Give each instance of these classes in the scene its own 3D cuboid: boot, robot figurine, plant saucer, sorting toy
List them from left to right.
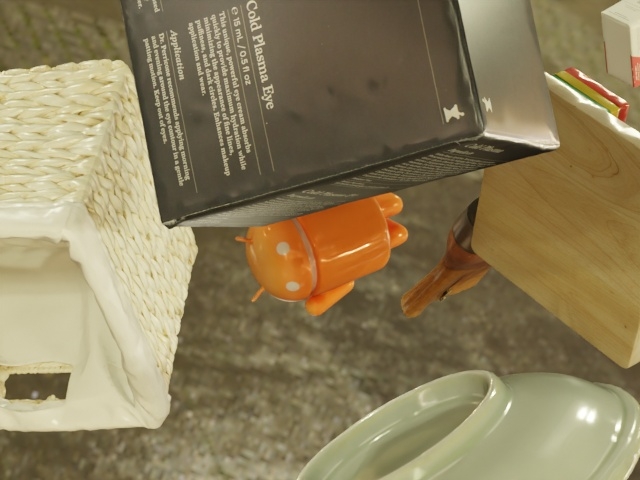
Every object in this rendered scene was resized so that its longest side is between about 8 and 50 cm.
[{"bbox_3d":[0.001,0.002,1.895,0.219,0.158,0.128,-21,64,-22],"label":"robot figurine"},{"bbox_3d":[0.086,0.211,1.332,0.100,0.400,0.400,59,24,-7],"label":"plant saucer"},{"bbox_3d":[0.267,0.008,2.144,0.264,0.280,0.096,-28,72,-27],"label":"boot"},{"bbox_3d":[0.298,-0.039,1.648,0.089,0.255,0.257,-21,44,-32],"label":"sorting toy"}]

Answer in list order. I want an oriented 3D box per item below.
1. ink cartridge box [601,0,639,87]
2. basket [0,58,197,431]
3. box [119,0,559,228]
[{"bbox_3d":[0.434,-0.276,1.957,0.135,0.099,0.056,-31,41,-20],"label":"ink cartridge box"},{"bbox_3d":[-0.333,0.007,1.615,0.328,0.331,0.266,-2,49,14],"label":"basket"},{"bbox_3d":[0.004,-0.208,1.308,0.312,0.343,0.179,-14,-6,29],"label":"box"}]
